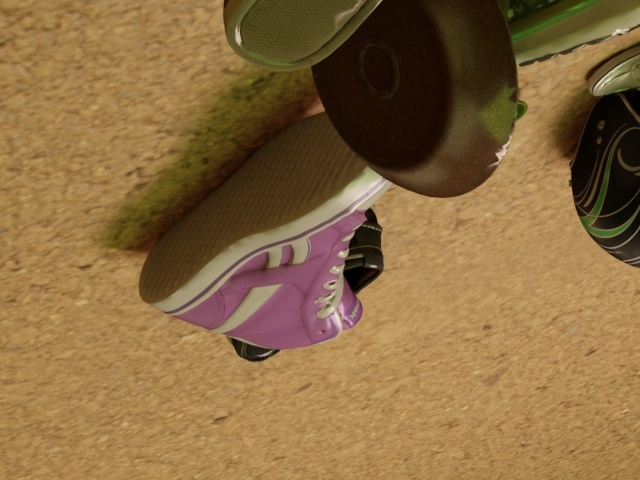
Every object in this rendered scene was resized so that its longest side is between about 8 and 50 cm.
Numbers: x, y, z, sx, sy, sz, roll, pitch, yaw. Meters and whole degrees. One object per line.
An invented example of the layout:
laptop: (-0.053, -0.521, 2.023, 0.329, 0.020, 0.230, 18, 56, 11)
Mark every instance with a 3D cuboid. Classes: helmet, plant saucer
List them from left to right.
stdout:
plant saucer: (0.050, -0.119, 1.287, 0.036, 0.198, 0.198, -22, 158, -35)
helmet: (0.299, -0.052, 1.679, 0.169, 0.169, 0.161, -8, 134, -27)

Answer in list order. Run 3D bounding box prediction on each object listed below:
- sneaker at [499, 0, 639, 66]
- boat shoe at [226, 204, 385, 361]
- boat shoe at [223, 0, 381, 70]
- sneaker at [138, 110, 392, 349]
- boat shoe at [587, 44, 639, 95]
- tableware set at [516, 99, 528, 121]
sneaker: (0.190, -0.234, 1.235, 0.410, 0.182, 0.158, -10, -156, 36)
boat shoe: (-0.016, 0.051, 1.703, 0.084, 0.079, 0.233, -5, 150, -36)
boat shoe: (0.045, -0.233, 1.178, 0.302, 0.103, 0.113, -36, 133, 29)
sneaker: (0.000, -0.001, 1.543, 0.161, 0.102, 0.282, 30, 138, -29)
boat shoe: (0.273, -0.142, 1.608, 0.100, 0.035, 0.035, -26, 154, 6)
tableware set: (0.104, -0.104, 1.561, 0.104, 0.024, 0.154, -33, 152, 20)
